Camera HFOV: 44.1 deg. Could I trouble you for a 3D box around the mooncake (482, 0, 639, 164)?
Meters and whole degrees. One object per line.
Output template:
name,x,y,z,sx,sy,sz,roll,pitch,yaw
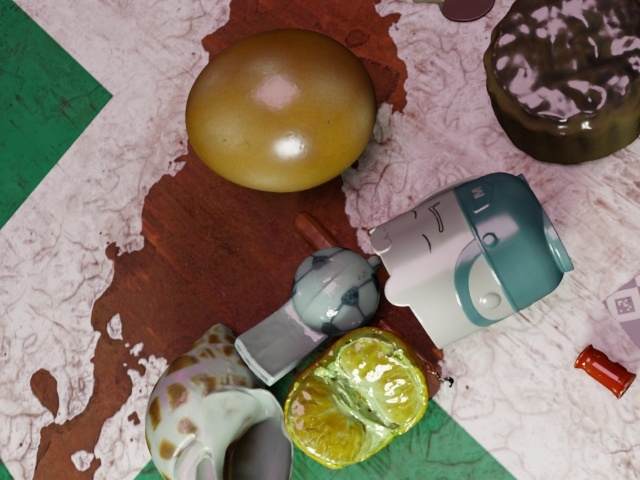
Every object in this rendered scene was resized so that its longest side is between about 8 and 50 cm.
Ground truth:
mooncake,0.412,-0.278,1.277,0.290,0.161,0.290,-6,74,20

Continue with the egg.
egg,-0.071,-0.225,1.392,0.351,0.282,0.283,-10,71,22

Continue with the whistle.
whistle,0.001,0.104,1.312,0.163,0.163,0.289,36,53,27

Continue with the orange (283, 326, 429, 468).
orange,0.060,0.248,1.261,0.237,0.158,0.179,-43,83,4

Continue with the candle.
candle,0.157,0.189,1.318,0.167,0.021,0.026,41,118,26

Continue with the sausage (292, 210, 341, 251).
sausage,0.000,0.000,1.429,0.041,0.039,0.131,-44,63,3

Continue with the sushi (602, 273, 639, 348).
sushi,0.600,0.121,1.138,0.264,0.050,0.290,-39,64,8

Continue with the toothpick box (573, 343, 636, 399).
toothpick box,0.427,0.195,1.188,0.083,0.047,0.047,38,91,28

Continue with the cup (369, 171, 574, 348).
cup,0.230,0.006,1.251,0.257,0.219,0.290,-27,34,12

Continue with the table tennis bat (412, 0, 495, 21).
table tennis bat,0.249,-0.454,1.480,0.158,0.014,0.095,9,79,22

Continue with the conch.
conch,-0.166,0.298,1.324,0.249,0.197,0.368,1,70,1
